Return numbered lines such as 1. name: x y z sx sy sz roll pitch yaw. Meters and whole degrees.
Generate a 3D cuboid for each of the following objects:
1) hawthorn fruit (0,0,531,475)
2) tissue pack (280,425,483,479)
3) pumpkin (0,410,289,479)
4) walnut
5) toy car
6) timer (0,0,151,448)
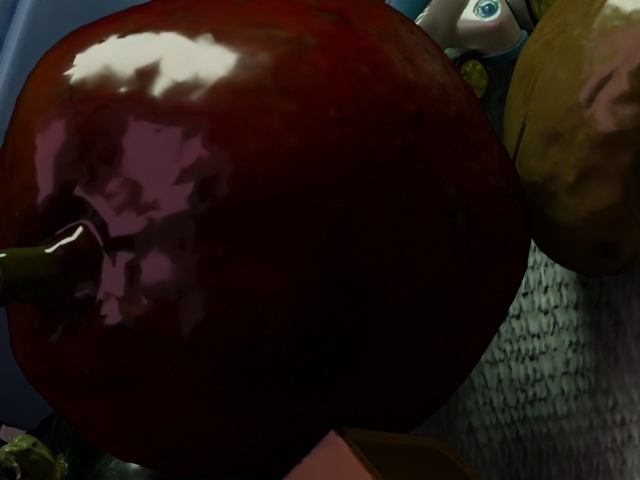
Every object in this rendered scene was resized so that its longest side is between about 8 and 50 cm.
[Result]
1. hawthorn fruit: -0.048 -0.005 0.898 0.265 0.307 0.265 1 92 40
2. tissue pack: 0.003 0.254 0.871 0.274 0.145 0.194 -46 65 15
3. pumpkin: -0.124 0.186 1.071 0.250 0.216 0.250 -25 34 18
4. walnut: 0.155 -0.089 0.943 0.211 0.087 0.167 -60 21 16
5. toy car: 0.058 -0.138 1.063 0.126 0.098 0.161 5 45 50
6. timer: -0.189 -0.030 1.229 0.395 0.173 0.395 -161 90 -76
